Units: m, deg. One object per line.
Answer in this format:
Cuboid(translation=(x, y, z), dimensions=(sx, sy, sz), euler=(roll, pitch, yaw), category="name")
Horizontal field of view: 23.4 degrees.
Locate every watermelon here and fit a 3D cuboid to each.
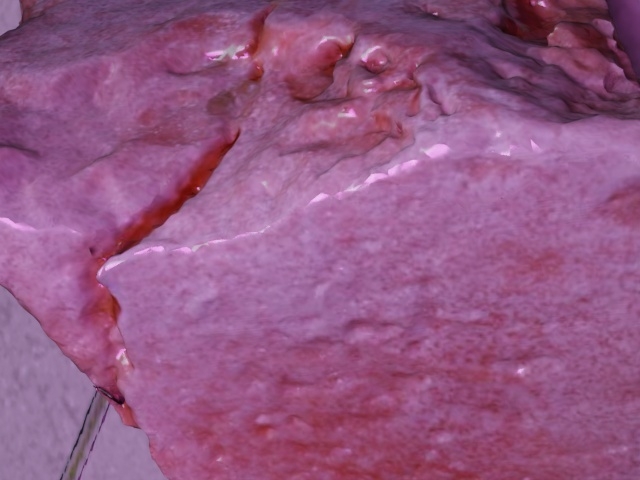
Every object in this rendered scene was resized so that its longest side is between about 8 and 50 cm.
Cuboid(translation=(0.000, 0.000, 0.490), dimensions=(0.193, 0.231, 0.310), euler=(-6, 71, 3), category="watermelon")
